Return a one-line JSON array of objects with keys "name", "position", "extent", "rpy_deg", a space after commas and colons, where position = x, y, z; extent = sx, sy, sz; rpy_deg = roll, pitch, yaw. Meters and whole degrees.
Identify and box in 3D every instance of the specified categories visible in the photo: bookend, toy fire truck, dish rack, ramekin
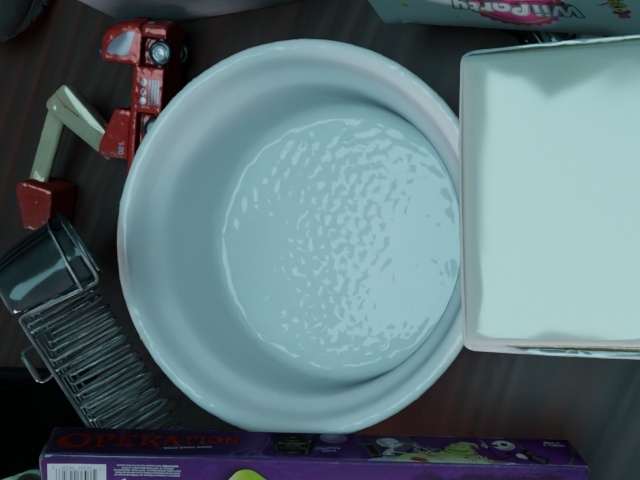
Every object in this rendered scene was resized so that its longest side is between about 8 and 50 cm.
[{"name": "bookend", "position": [-0.300, 0.152, 0.772], "extent": [0.157, 0.156, 0.072], "rpy_deg": [-2, 88, 19]}, {"name": "toy fire truck", "position": [-0.189, -0.098, 0.785], "extent": [0.135, 0.047, 0.192], "rpy_deg": [8, 103, 11]}, {"name": "dish rack", "position": [-0.157, 0.113, 0.692], "extent": [0.074, 0.208, 0.271], "rpy_deg": [-30, 103, -13]}, {"name": "ramekin", "position": [0.000, 0.000, 0.686], "extent": [0.277, 0.135, 0.277], "rpy_deg": [-1, 88, 18]}]

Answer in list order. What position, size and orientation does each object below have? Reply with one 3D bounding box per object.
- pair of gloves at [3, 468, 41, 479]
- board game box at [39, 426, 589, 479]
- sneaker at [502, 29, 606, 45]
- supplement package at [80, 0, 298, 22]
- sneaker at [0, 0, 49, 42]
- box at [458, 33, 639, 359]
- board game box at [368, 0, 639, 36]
[{"name": "pair of gloves", "position": [-0.240, 0.297, 0.733], "extent": [0.204, 0.042, 0.240], "rpy_deg": [12, 51, 17]}, {"name": "board game box", "position": [-0.007, 0.230, 0.609], "extent": [0.347, 0.056, 0.208], "rpy_deg": [3, 100, -5]}, {"name": "sneaker", "position": [0.171, -0.177, 0.671], "extent": [0.075, 0.063, 0.170], "rpy_deg": [0, 93, 13]}, {"name": "supplement package", "position": [-0.108, -0.270, 0.694], "extent": [0.194, 0.203, 0.149], "rpy_deg": [-6, 87, 18]}, {"name": "sneaker", "position": [-0.303, -0.320, 0.800], "extent": [0.109, 0.130, 0.286], "rpy_deg": [2, 90, 17]}, {"name": "box", "position": [0.163, -0.015, 0.538], "extent": [0.121, 0.311, 0.148], "rpy_deg": [-1, 87, 17]}, {"name": "board game box", "position": [0.166, -0.296, 0.614], "extent": [0.224, 0.097, 0.303], "rpy_deg": [10, 79, 27]}]
